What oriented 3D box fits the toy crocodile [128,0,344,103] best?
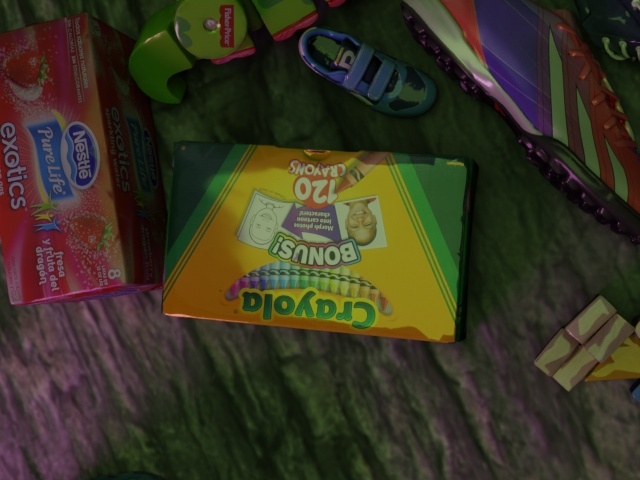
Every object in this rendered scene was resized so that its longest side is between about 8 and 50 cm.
[{"bbox_3d":[-0.034,-0.238,0.999,0.341,0.115,0.105,-27,123,9],"label":"toy crocodile"}]

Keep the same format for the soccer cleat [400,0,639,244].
[{"bbox_3d":[0.209,-0.130,0.941,0.116,0.108,0.318,-42,77,5],"label":"soccer cleat"}]

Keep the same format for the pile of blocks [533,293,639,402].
[{"bbox_3d":[0.361,0.096,0.890,0.362,0.112,0.149,-11,86,13],"label":"pile of blocks"}]

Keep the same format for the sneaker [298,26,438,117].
[{"bbox_3d":[0.040,-0.157,1.003,0.144,0.059,0.053,25,92,12],"label":"sneaker"}]

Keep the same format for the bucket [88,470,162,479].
[{"bbox_3d":[-0.209,0.361,0.982,0.281,0.183,0.281,0,88,13],"label":"bucket"}]

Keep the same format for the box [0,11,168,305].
[{"bbox_3d":[-0.231,-0.072,1.029,0.123,0.128,0.256,-10,85,13],"label":"box"}]

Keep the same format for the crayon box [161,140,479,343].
[{"bbox_3d":[0.000,0.000,0.995,0.279,0.081,0.165,4,89,14],"label":"crayon box"}]

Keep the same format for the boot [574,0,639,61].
[{"bbox_3d":[0.290,-0.174,0.946,0.086,0.069,0.190,-29,74,18],"label":"boot"}]
